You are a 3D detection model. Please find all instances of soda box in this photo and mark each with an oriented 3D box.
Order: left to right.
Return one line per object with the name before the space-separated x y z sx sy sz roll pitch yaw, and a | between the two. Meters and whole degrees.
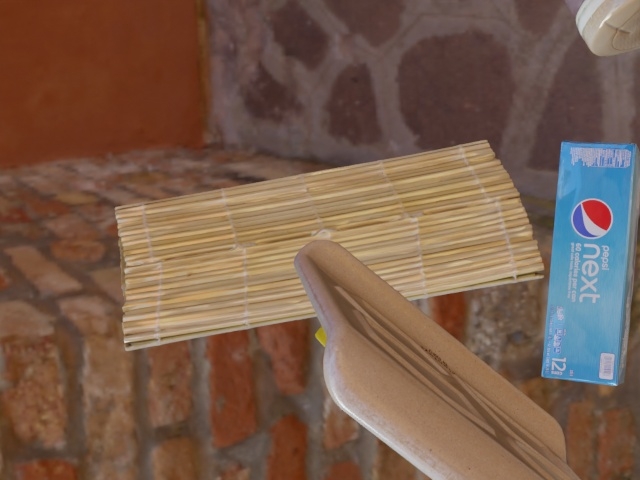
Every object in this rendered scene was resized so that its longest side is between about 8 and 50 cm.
soda box | 0.244 0.020 0.972 0.067 0.071 0.210 5 87 21

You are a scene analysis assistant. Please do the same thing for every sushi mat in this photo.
sushi mat | 0.000 0.000 0.838 0.151 0.316 0.019 -102 3 -46

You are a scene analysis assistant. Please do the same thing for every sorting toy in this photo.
sorting toy | 0.065 0.086 0.506 0.038 0.193 0.208 -50 10 7

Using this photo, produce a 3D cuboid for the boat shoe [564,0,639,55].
boat shoe | 0.287 -0.217 0.813 0.092 0.285 0.103 60 152 15
